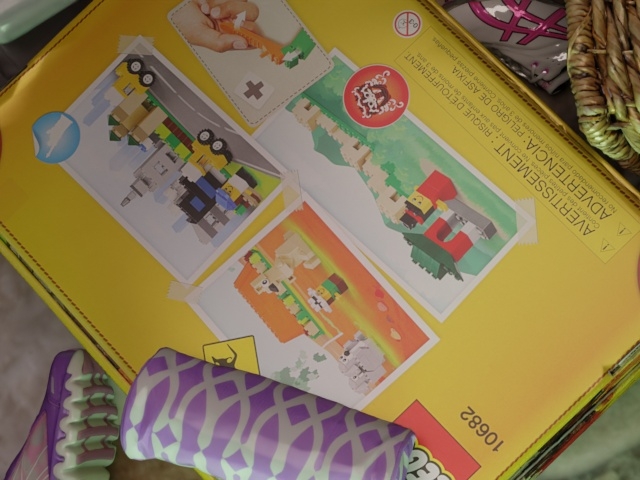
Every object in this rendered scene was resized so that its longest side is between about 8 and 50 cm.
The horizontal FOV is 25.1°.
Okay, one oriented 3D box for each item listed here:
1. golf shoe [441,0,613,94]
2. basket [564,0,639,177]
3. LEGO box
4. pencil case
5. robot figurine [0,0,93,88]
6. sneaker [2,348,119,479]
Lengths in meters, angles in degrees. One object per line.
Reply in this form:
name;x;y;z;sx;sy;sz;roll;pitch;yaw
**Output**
golf shoe;0.181;-0.168;1.217;0.186;0.067;0.085;2;80;9
basket;0.284;-0.186;1.125;0.223;0.213;0.299;-4;72;2
LEGO box;0.000;0.000;1.142;0.372;0.193;0.500;-43;76;-2
pencil case;-0.038;0.141;0.976;0.206;0.086;0.088;17;116;14
robot figurine;-0.256;-0.254;1.228;0.353;0.199;0.300;-34;30;-2
sneaker;-0.232;0.205;1.189;0.105;0.095;0.236;2;79;17
